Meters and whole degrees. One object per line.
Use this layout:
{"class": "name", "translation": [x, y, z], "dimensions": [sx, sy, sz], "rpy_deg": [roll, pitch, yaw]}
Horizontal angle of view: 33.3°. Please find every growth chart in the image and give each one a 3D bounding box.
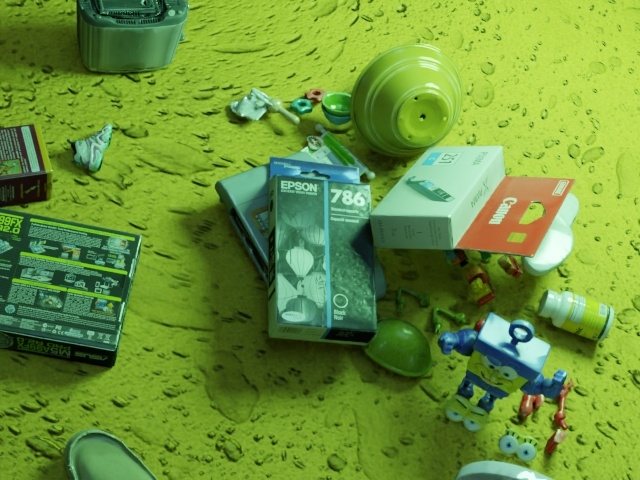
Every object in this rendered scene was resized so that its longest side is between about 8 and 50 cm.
{"class": "growth chart", "translation": [-0.012, -0.093, 1.884], "dimensions": [0.172, 0.021, 0.237], "rpy_deg": [39, 57, 12]}

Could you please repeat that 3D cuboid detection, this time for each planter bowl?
{"class": "planter bowl", "translation": [0.168, -0.232, 1.892], "dimensions": [0.217, 0.217, 0.090], "rpy_deg": [-2, 27, -16]}

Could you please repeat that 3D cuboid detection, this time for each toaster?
{"class": "toaster", "translation": [-0.351, -0.385, 1.918], "dimensions": [0.226, 0.146, 0.129], "rpy_deg": [-7, 58, -19]}

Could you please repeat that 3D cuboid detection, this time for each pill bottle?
{"class": "pill bottle", "translation": [0.432, 0.124, 1.820], "dimensions": [0.116, 0.065, 0.065], "rpy_deg": [21, 54, 0]}

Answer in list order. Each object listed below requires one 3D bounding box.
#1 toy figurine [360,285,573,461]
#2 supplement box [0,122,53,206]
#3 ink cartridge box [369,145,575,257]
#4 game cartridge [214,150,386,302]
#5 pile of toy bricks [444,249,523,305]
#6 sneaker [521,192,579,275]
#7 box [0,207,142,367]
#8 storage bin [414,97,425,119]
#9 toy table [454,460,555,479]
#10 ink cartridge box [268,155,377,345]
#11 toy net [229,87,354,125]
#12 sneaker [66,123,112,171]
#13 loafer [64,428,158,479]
{"class": "toy figurine", "translation": [0.263, 0.156, 1.662], "dimensions": [0.362, 0.217, 0.191], "rpy_deg": [31, 55, 7]}
{"class": "supplement box", "translation": [-0.535, -0.115, 1.727], "dimensions": [0.188, 0.081, 0.104], "rpy_deg": [-10, 60, -21]}
{"class": "ink cartridge box", "translation": [0.255, -0.072, 1.753], "dimensions": [0.261, 0.066, 0.296], "rpy_deg": [3, 28, 26]}
{"class": "game cartridge", "translation": [-0.024, -0.006, 1.781], "dimensions": [0.198, 0.062, 0.297], "rpy_deg": [-24, 72, -22]}
{"class": "pile of toy bricks", "translation": [0.248, -0.007, 1.812], "dimensions": [0.105, 0.118, 0.212], "rpy_deg": [24, 37, -48]}
{"class": "sneaker", "translation": [0.398, 0.007, 1.871], "dimensions": [0.080, 0.094, 0.212], "rpy_deg": [25, 45, 11]}
{"class": "box", "translation": [-0.426, 0.067, 1.644], "dimensions": [0.270, 0.060, 0.216], "rpy_deg": [11, 54, -8]}
{"class": "storage bin", "translation": [0.137, -0.271, 2.008], "dimensions": [0.091, 0.098, 0.135], "rpy_deg": [-25, 63, 3]}
{"class": "toy table", "translation": [0.287, 0.441, 1.474], "dimensions": [0.274, 0.252, 0.161], "rpy_deg": [24, 38, 12]}
{"class": "ink cartridge box", "translation": [0.000, 0.000, 1.719], "dimensions": [0.165, 0.065, 0.333], "rpy_deg": [5, 61, -14]}
{"class": "toy net", "translation": [-0.048, -0.259, 1.960], "dimensions": [0.232, 0.045, 0.122], "rpy_deg": [5, 41, -4]}
{"class": "sneaker", "translation": [-0.396, -0.167, 1.824], "dimensions": [0.069, 0.038, 0.098], "rpy_deg": [16, 54, -4]}
{"class": "loafer", "translation": [-0.257, 0.359, 1.467], "dimensions": [0.102, 0.092, 0.268], "rpy_deg": [-30, 68, -30]}
